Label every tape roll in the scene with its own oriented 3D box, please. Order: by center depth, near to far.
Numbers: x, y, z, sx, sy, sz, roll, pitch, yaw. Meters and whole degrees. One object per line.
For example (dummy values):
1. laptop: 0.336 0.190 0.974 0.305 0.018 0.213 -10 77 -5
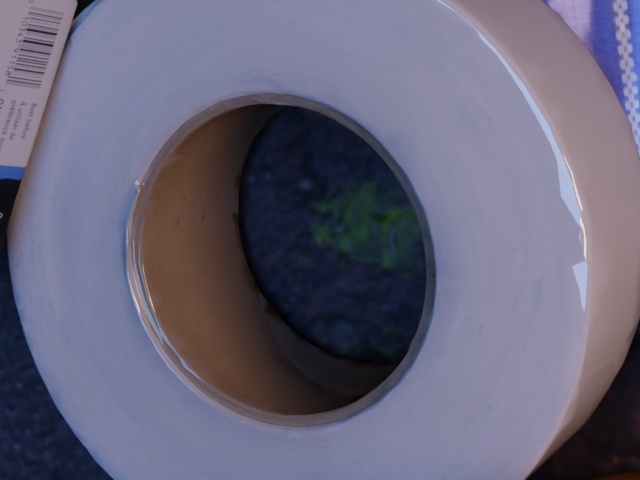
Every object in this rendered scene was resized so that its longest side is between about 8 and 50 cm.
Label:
1. tape roll: 0.000 0.000 0.809 0.286 0.100 0.286 6 104 25

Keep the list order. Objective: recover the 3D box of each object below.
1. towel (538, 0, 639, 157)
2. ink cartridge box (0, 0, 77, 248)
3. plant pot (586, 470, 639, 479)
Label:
1. towel: 0.244 -0.130 0.763 0.336 0.040 0.243 -6 97 18
2. ink cartridge box: -0.261 -0.098 0.876 0.333 0.065 0.165 30 108 36
3. plant pot: 0.132 0.189 0.763 0.205 0.188 0.205 3 101 14
